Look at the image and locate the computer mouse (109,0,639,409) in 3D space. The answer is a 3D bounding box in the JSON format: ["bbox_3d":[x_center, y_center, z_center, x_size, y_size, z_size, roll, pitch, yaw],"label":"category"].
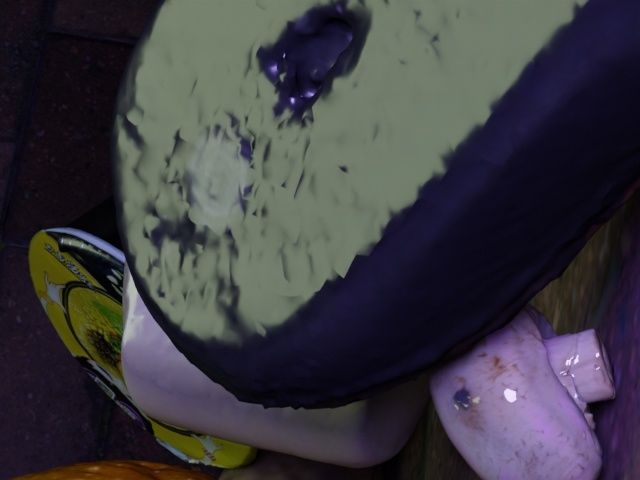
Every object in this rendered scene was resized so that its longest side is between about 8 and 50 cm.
[{"bbox_3d":[0.041,-0.072,0.560,0.323,0.116,0.183,-47,64,35],"label":"computer mouse"}]

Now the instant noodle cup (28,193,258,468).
[{"bbox_3d":[-0.051,0.010,1.128,0.236,0.215,0.215,-43,-15,-27],"label":"instant noodle cup"}]

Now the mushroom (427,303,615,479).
[{"bbox_3d":[0.079,0.060,0.617,0.083,0.067,0.083,61,-166,-27],"label":"mushroom"}]

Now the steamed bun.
[{"bbox_3d":[0.000,0.000,0.918,0.155,0.200,0.250,36,-118,-68],"label":"steamed bun"}]

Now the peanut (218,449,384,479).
[{"bbox_3d":[-0.017,0.194,1.136,0.224,0.129,0.129,-83,4,-48],"label":"peanut"}]

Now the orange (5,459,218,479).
[{"bbox_3d":[-0.118,0.285,0.926,0.293,0.340,0.340,-79,1,-57],"label":"orange"}]
